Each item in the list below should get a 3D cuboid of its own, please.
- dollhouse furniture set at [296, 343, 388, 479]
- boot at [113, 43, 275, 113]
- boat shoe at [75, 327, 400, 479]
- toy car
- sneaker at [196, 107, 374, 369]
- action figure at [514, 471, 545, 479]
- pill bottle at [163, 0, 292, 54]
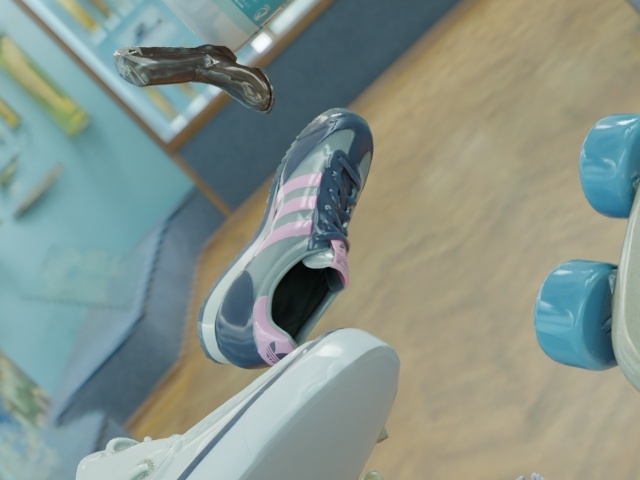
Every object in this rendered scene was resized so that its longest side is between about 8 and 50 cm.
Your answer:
[{"bbox_3d":[0.030,0.178,1.424,0.123,0.151,0.144,-10,-20,-33],"label":"dollhouse furniture set"},{"bbox_3d":[-0.108,-0.135,1.319,0.106,0.114,0.037,38,122,43],"label":"boot"},{"bbox_3d":[-0.076,0.131,0.701,0.267,0.088,0.096,-49,-31,-11],"label":"boat shoe"},{"bbox_3d":[0.308,0.035,1.039,0.219,0.238,0.210,6,74,47],"label":"toy car"},{"bbox_3d":[0.000,0.000,1.645,0.131,0.112,0.319,5,61,44],"label":"sneaker"},{"bbox_3d":[0.141,0.388,1.531,0.248,0.276,0.370,-10,2,-7],"label":"action figure"},{"bbox_3d":[-0.039,-0.302,1.411,0.264,0.146,0.146,-43,13,5],"label":"pill bottle"}]
